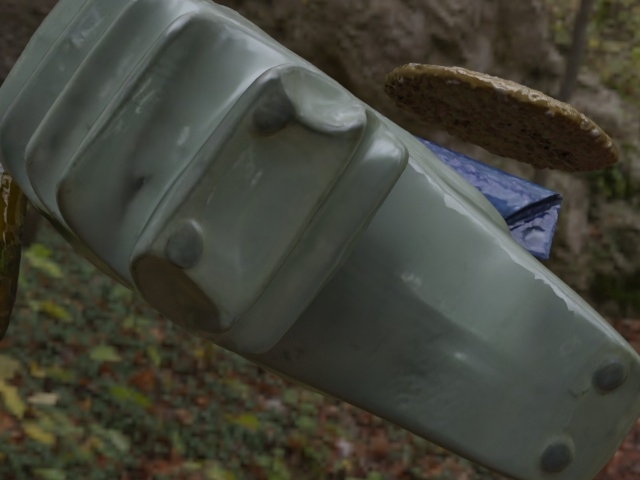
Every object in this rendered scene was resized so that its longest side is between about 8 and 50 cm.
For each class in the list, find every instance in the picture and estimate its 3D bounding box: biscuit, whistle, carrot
[{"bbox_3d":[0.157,-0.106,1.211,0.219,0.033,0.220,21,-7,3],"label":"biscuit"},{"bbox_3d":[0.037,-0.060,1.040,0.304,0.062,0.062,21,-4,-8],"label":"whistle"},{"bbox_3d":[-0.274,0.013,1.086,0.082,0.173,0.082,8,-15,2],"label":"carrot"}]

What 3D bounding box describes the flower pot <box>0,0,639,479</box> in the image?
[{"bbox_3d":[0.000,0.000,0.787,0.367,0.165,0.254,33,1,-31],"label":"flower pot"}]
